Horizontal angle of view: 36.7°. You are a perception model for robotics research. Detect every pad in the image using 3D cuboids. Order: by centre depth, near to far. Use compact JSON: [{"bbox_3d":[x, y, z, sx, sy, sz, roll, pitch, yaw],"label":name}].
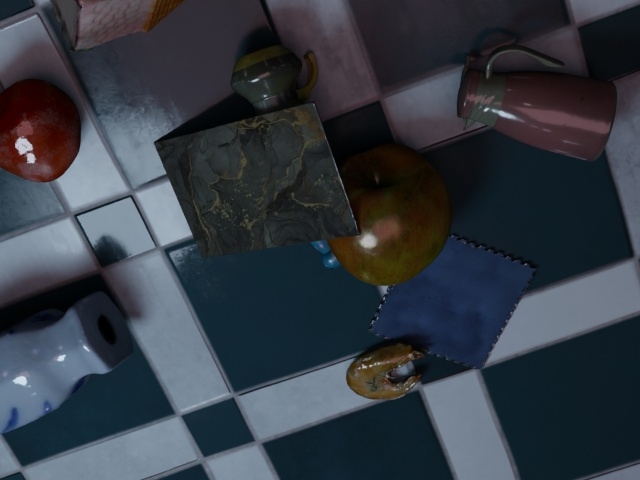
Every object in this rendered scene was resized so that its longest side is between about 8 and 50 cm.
[{"bbox_3d":[-0.120,-0.097,1.722,0.367,0.007,0.248,-8,112,34],"label":"pad"},{"bbox_3d":[0.265,0.120,1.953,0.269,0.012,0.269,21,113,-12],"label":"pad"}]

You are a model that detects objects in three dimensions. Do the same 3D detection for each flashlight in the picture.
[{"bbox_3d":[0.000,0.000,1.865,0.051,0.051,0.129,-35,109,13],"label":"flashlight"}]

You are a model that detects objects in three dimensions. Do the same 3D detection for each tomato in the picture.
[{"bbox_3d":[-0.504,-0.190,1.697,0.187,0.151,0.187,-3,114,-7],"label":"tomato"}]

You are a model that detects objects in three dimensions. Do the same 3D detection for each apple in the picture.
[{"bbox_3d":[0.119,-0.041,1.778,0.246,0.246,0.226,-10,134,2],"label":"apple"}]

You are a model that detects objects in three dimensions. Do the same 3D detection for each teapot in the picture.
[{"bbox_3d":[-0.074,-0.277,1.691,0.165,0.130,0.119,-23,99,-27],"label":"teapot"}]

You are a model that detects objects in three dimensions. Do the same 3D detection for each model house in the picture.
[{"bbox_3d":[-0.326,-0.459,1.570,0.237,0.202,0.237,-19,79,-18],"label":"model house"}]

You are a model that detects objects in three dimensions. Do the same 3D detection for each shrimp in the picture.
[{"bbox_3d":[0.144,0.269,1.999,0.187,0.052,0.132,-26,125,21],"label":"shrimp"}]

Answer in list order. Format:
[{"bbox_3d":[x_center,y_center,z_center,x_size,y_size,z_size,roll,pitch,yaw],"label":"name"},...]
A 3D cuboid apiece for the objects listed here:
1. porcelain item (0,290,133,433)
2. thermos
[{"bbox_3d":[-0.575,0.254,1.855,0.405,0.242,0.179,-27,95,13],"label":"porcelain item"},{"bbox_3d":[0.379,-0.250,1.716,0.264,0.146,0.177,13,120,-2],"label":"thermos"}]
